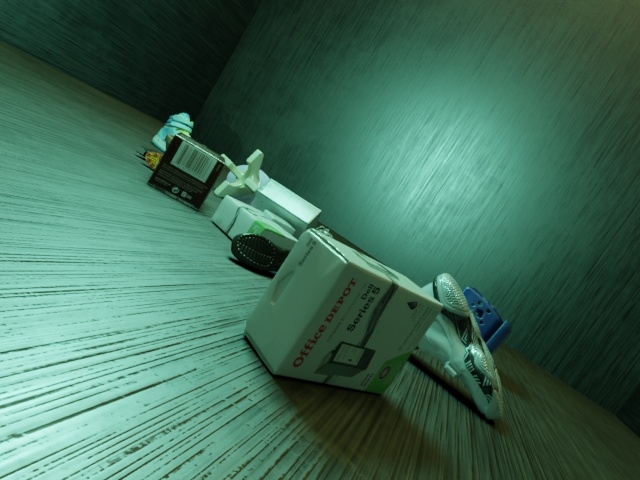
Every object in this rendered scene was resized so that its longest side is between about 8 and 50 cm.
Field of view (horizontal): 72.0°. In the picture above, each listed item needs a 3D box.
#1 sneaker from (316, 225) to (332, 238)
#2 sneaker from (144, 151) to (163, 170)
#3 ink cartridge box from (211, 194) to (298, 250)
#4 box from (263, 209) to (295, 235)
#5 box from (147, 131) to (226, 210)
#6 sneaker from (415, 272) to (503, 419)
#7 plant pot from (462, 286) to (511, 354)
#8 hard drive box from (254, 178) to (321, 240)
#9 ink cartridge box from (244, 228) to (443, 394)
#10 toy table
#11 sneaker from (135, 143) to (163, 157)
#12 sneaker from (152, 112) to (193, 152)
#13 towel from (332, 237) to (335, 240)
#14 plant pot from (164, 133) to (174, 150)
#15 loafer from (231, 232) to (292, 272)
[{"bbox_3d":[0.000,0.000,1.882,0.105,0.115,0.281,30,7,-20],"label":"sneaker"},{"bbox_3d":[-0.528,-0.242,1.524,0.175,0.064,0.067,35,-15,-17],"label":"sneaker"},{"bbox_3d":[-0.189,-0.028,1.276,0.219,0.093,0.160,38,8,38],"label":"ink cartridge box"},{"bbox_3d":[-0.160,-0.037,1.512,0.102,0.087,0.101,28,7,-29],"label":"box"},{"bbox_3d":[-0.405,-0.218,1.363,0.168,0.167,0.203,29,6,-18],"label":"box"},{"bbox_3d":[0.310,0.285,1.129,0.137,0.210,0.366,20,47,-60],"label":"sneaker"},{"bbox_3d":[0.572,0.326,1.641,0.212,0.236,0.236,41,9,24],"label":"plant pot"},{"bbox_3d":[-0.129,-0.089,1.635,0.232,0.089,0.181,34,-38,12],"label":"hard drive box"},{"bbox_3d":[0.046,0.127,0.722,0.272,0.198,0.115,26,10,-42],"label":"ink cartridge box"},{"bbox_3d":[-0.319,-0.250,1.851,0.274,0.252,0.161,30,-12,24],"label":"toy table"},{"bbox_3d":[-0.599,-0.305,1.636,0.089,0.051,0.170,38,10,11],"label":"sneaker"},{"bbox_3d":[-0.640,-0.478,2.070,0.319,0.208,0.127,35,5,21],"label":"sneaker"},{"bbox_3d":[0.074,0.034,2.292,0.317,0.053,0.332,35,8,23],"label":"towel"},{"bbox_3d":[-0.553,-0.336,1.835,0.237,0.110,0.237,31,7,-4],"label":"plant pot"},{"bbox_3d":[-0.141,0.045,1.111,0.078,0.080,0.220,-9,-26,45],"label":"loafer"}]
